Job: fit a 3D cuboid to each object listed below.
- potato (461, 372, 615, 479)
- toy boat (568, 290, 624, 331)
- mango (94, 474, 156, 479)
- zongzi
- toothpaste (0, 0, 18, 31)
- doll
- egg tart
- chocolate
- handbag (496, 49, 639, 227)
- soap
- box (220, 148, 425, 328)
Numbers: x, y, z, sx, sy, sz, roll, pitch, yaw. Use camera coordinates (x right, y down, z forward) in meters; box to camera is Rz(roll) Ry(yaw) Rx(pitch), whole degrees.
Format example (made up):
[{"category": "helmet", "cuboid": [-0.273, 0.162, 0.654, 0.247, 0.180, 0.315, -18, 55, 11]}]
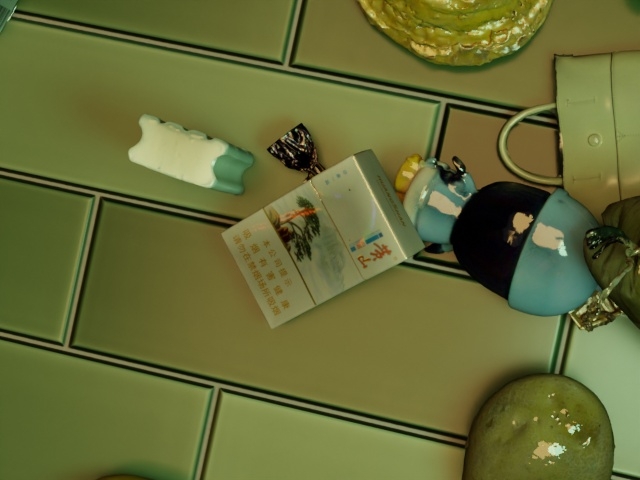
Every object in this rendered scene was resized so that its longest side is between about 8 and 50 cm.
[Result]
[{"category": "potato", "cuboid": [0.272, 0.278, 1.469, 0.178, 0.160, 0.235, 46, 110, 30]}, {"category": "toy boat", "cuboid": [0.413, 0.048, 1.493, 0.206, 0.072, 0.064, -34, 87, 6]}, {"category": "mango", "cuboid": [-0.228, 0.397, 1.545, 0.251, 0.114, 0.156, 8, 83, 8]}, {"category": "zongzi", "cuboid": [0.482, -0.029, 1.341, 0.447, 0.181, 0.418, 37, 91, -34]}, {"category": "toothpaste", "cuboid": [-0.409, -0.451, 1.609, 0.081, 0.067, 0.337, 30, 92, 7]}, {"category": "doll", "cuboid": [0.238, -0.009, 1.475, 0.314, 0.141, 0.177, 29, 137, 20]}, {"category": "egg tart", "cuboid": [0.172, -0.373, 1.506, 0.294, 0.123, 0.294, 0, 88, 8]}, {"category": "chocolate", "cuboid": [-0.010, -0.083, 1.562, 0.072, 0.070, 0.147, -30, 96, -4]}, {"category": "handbag", "cuboid": [0.392, -0.132, 1.510, 0.315, 0.109, 0.241, -5, 87, 20]}, {"category": "soap", "cuboid": [-0.163, -0.108, 1.504, 0.119, 0.198, 0.067, 21, 92, 7]}, {"category": "box", "cuboid": [0.001, 0.000, 1.504, 0.233, 0.067, 0.149, -29, 91, 30]}]
